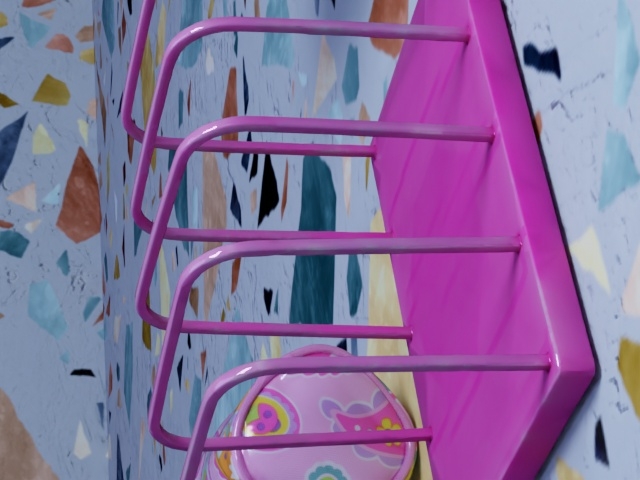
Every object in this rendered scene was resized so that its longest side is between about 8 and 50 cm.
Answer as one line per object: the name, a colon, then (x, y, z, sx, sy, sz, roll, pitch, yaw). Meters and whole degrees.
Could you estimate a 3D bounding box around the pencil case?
pencil case: (-0.024, 0.168, 1.205, 0.284, 0.124, 0.124, 122, 145, -64)

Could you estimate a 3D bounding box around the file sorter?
file sorter: (0.000, 0.000, 0.967, 0.202, 0.182, 0.291, 108, 157, -52)
